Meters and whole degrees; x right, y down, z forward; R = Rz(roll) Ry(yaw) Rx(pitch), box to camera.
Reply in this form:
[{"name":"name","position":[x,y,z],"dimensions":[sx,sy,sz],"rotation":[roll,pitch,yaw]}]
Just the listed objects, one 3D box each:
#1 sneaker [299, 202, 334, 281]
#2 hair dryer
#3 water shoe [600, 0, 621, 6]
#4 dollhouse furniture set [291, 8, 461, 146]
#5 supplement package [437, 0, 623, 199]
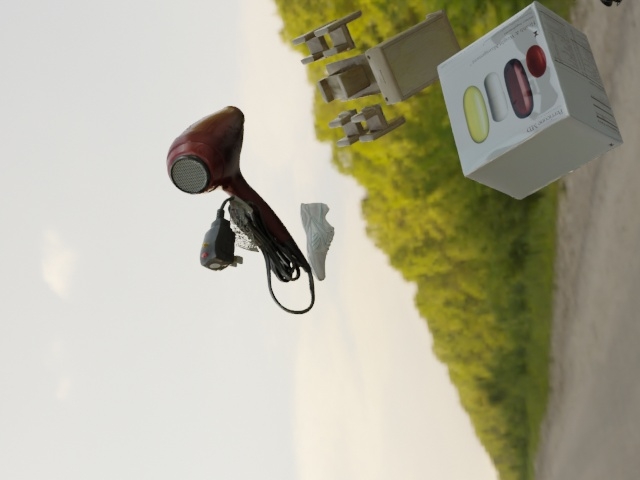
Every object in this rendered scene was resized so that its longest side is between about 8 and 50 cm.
[{"name":"sneaker","position":[0.000,0.000,1.913],"dimensions":[0.053,0.061,0.152],"rotation":[118,144,-80]},{"name":"hair dryer","position":[-0.109,-0.053,1.285],"dimensions":[0.223,0.080,0.293],"rotation":[35,-142,-54]},{"name":"water shoe","position":[0.394,-0.338,1.315],"dimensions":[0.203,0.073,0.080],"rotation":[22,104,52]},{"name":"dollhouse furniture set","position":[0.108,-0.303,1.794],"dimensions":[0.242,0.161,0.212],"rotation":[-2,117,57]},{"name":"supplement package","position":[0.310,-0.205,1.539],"dimensions":[0.149,0.194,0.203],"rotation":[17,-127,-42]}]
